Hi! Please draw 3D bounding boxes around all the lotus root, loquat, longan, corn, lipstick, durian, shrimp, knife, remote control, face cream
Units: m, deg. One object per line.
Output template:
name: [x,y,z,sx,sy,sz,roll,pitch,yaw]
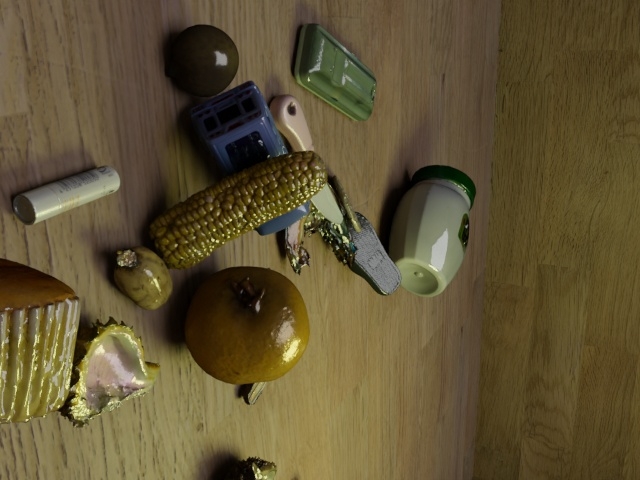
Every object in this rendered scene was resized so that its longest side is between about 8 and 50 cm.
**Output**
lotus root: [-0.134,0.291,1.232,0.083,0.030,0.037,-56,137,-43]
loquat: [-0.120,0.140,1.026,0.208,0.208,0.208,-26,120,-59]
lotus root: [-0.257,0.053,0.891,0.072,0.063,0.152,-49,147,-18]
longan: [-0.180,-0.272,0.932,0.092,0.113,0.113,-118,-174,-47]
corn: [-0.123,-0.049,0.919,0.101,0.291,0.101,63,8,-15]
lipstick: [-0.316,-0.061,0.774,0.141,0.040,0.040,-39,130,-54]
durian: [-0.148,0.474,1.183,0.148,0.091,0.188,-55,164,-44]
shrimp: [0.000,0.000,1.365,0.290,0.054,0.222,56,46,-41]
knife: [-0.019,-0.148,1.267,0.081,0.043,0.336,-56,133,-36]
durian: [-0.297,0.179,0.844,0.224,0.078,0.140,39,50,-71]
remote control: [0.047,-0.367,1.373,0.335,0.065,0.128,10,91,-63]
face cream: [0.333,-0.031,1.850,0.312,0.219,0.357,60,42,-48]

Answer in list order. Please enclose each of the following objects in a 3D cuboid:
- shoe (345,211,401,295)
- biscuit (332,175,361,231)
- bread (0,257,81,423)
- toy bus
shoe: [0.107,0.040,1.568,0.108,0.093,0.241,-44,108,-24]
biscuit: [0.061,-0.086,1.441,0.152,0.020,0.152,64,5,-11]
bread: [-0.341,0.079,0.536,0.179,0.250,0.133,-1,97,-75]
toy bus: [-0.101,-0.111,1.031,0.133,0.125,0.292,63,-1,43]
